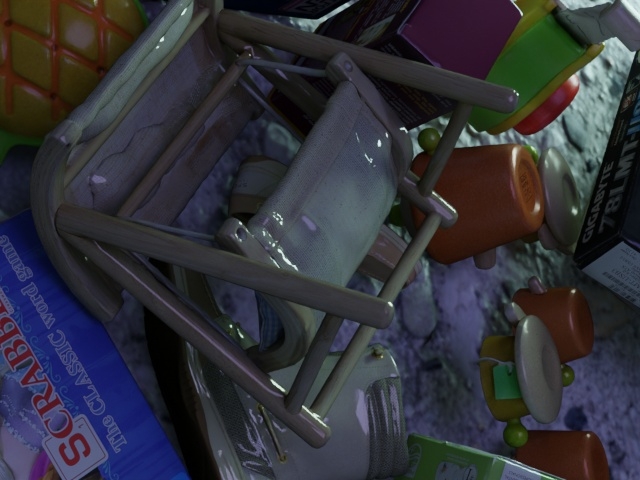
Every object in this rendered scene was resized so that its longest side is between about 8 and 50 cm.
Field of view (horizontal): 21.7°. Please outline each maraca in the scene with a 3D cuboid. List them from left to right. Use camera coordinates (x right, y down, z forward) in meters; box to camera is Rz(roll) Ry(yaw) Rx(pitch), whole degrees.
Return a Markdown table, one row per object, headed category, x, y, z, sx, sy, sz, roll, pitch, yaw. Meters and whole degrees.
| category | x | y | z | sx | sy | sz | roll | pitch | yaw |
| --- | --- | --- | --- | --- | --- | --- | --- | --- | --- |
| maraca | -0.208 | -0.123 | 1.183 | 0.186 | 0.099 | 0.127 | -32 | 93 | -9 |

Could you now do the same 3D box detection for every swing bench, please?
| category | x | y | z | sx | sy | sz | roll | pitch | yaw |
| --- | --- | --- | --- | --- | --- | --- | --- | --- | --- |
| swing bench | -0.037 | -0.043 | 1.161 | 0.255 | 0.165 | 0.253 | 30 | 50 | 5 |

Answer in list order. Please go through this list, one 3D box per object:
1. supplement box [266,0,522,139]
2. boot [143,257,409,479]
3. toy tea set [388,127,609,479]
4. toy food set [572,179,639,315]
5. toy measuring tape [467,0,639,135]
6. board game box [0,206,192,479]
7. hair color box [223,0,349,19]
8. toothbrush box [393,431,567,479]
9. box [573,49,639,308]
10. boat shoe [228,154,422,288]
| category | x | y | z | sx | sy | sz | roll | pitch | yaw |
| --- | --- | --- | --- | --- | --- | --- | --- | --- | --- |
| supplement box | 0.055 | -0.141 | 1.303 | 0.081 | 0.188 | 0.104 | 43 | 58 | -18 |
| boot | -0.032 | 0.090 | 1.227 | 0.165 | 0.077 | 0.213 | -11 | 74 | -24 |
| toy tea set | 0.143 | 0.070 | 1.377 | 0.200 | 0.124 | 0.336 | 26 | 56 | -59 |
| toy food set | 0.372 | -0.032 | 1.546 | 0.220 | 0.092 | 0.306 | 37 | 60 | -20 |
| toy measuring tape | 0.165 | -0.137 | 1.323 | 0.121 | 0.330 | 0.121 | -1 | 96 | -8 |
| board game box | -0.243 | 0.186 | 1.090 | 0.318 | 0.066 | 0.318 | -34 | 97 | -35 |
| hair color box | -0.126 | -0.279 | 1.270 | 0.347 | 0.105 | 0.173 | 3 | 76 | -33 |
| toothbrush box | 0.130 | 0.311 | 1.232 | 0.206 | 0.122 | 0.283 | 22 | 81 | -27 |
| box | 0.382 | -0.026 | 1.449 | 0.293 | 0.073 | 0.295 | 33 | 53 | -15 |
| boat shoe | 0.000 | 0.000 | 1.311 | 0.170 | 0.063 | 0.059 | 30 | 65 | -13 |
